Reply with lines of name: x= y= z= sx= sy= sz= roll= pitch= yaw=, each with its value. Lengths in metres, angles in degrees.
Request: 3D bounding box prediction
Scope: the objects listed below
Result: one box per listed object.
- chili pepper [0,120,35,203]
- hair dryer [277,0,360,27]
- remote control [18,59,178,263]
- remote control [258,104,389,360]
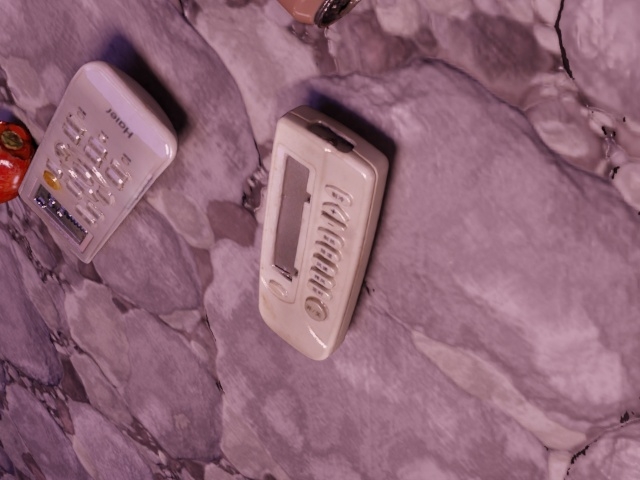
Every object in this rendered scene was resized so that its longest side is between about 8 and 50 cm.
chili pepper: x=-0.352 y=-0.083 z=1.118 sx=0.123 sy=0.070 sz=0.073 roll=-35 pitch=73 yaw=57
hair dryer: x=0.003 y=-0.223 z=0.612 sx=0.117 sy=0.064 sz=0.182 roll=47 pitch=139 yaw=7
remote control: x=-0.214 y=-0.071 z=0.990 sx=0.109 sy=0.055 sz=0.313 roll=47 pitch=149 yaw=-5
remote control: x=-0.001 y=0.000 z=0.809 sx=0.090 sy=0.049 sz=0.230 roll=36 pitch=142 yaw=23
